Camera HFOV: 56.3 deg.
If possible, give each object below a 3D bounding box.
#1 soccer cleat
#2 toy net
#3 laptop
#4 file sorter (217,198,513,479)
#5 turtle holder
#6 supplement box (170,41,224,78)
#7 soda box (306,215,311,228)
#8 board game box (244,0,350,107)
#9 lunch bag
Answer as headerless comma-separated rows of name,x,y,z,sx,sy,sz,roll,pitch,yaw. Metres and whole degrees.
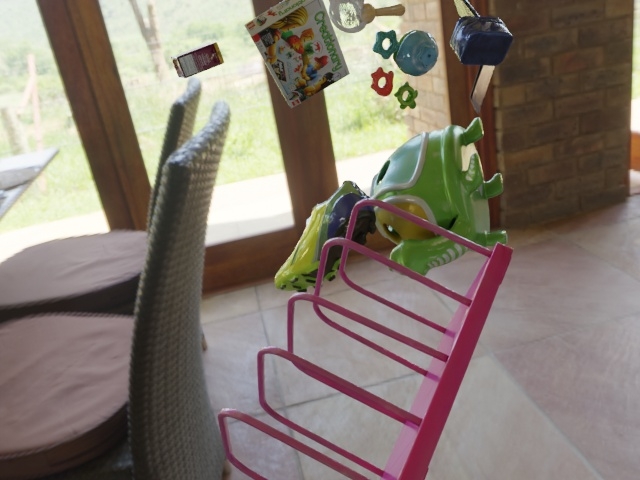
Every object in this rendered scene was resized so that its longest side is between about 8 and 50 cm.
soccer cleat,0.001,0.000,1.145,0.094,0.289,0.121,7,52,-37
toy net,0.076,-0.291,0.861,0.232,0.122,0.045,29,8,-33
laptop,0.377,-0.491,1.556,0.137,0.264,0.234,-37,-10,16
file sorter,0.045,0.130,0.634,0.182,0.202,0.290,25,56,11
turtle holder,0.221,-0.059,1.144,0.228,0.320,0.243,-11,-24,25
supplement box,-0.234,-0.343,1.137,0.083,0.043,0.055,-27,27,-17
soda box,0.010,-0.006,1.545,0.071,0.067,0.210,-38,24,17
board game box,-0.050,-0.488,1.542,0.193,0.305,0.053,-30,63,4
lunch bag,0.280,-0.349,1.036,0.099,0.067,0.065,-2,51,-17
